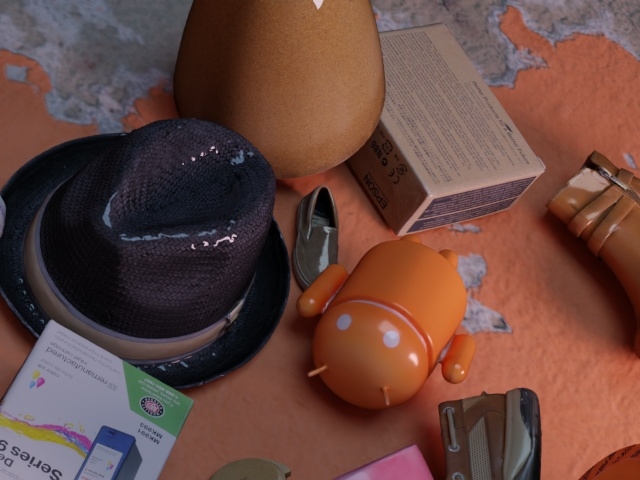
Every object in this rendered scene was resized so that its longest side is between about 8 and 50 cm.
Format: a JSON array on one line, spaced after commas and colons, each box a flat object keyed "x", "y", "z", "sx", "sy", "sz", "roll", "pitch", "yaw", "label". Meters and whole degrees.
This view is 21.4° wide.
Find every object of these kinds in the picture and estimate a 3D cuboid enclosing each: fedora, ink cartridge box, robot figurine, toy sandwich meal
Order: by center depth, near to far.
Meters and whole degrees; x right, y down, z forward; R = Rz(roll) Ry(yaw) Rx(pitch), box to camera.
[{"x": -0.224, "y": 0.198, "z": 1.471, "sx": 0.154, "sy": 0.093, "sz": 0.212, "roll": 31, "pitch": 46, "yaw": -6, "label": "ink cartridge box"}, {"x": -0.067, "y": 0.233, "z": 1.567, "sx": 0.085, "sy": 0.029, "sz": 0.085, "roll": -8, "pitch": 32, "yaw": 5, "label": "toy sandwich meal"}, {"x": -0.154, "y": -0.018, "z": 1.652, "sx": 0.334, "sy": 0.152, "sz": 0.334, "roll": 17, "pitch": 47, "yaw": -19, "label": "fedora"}, {"x": 0.072, "y": 0.085, "z": 1.720, "sx": 0.158, "sy": 0.128, "sz": 0.219, "roll": 52, "pitch": 42, "yaw": -14, "label": "robot figurine"}, {"x": 0.117, "y": -0.132, "z": 1.959, "sx": 0.193, "sy": 0.088, "sz": 0.234, "roll": -12, "pitch": 60, "yaw": -39, "label": "ink cartridge box"}]

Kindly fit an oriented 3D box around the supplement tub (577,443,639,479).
[{"x": 0.375, "y": 0.355, "z": 1.575, "sx": 0.338, "sy": 0.207, "sz": 0.207, "roll": 42, "pitch": 42, "yaw": -15, "label": "supplement tub"}]

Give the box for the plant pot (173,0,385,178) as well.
[{"x": -0.040, "y": -0.230, "z": 1.772, "sx": 0.237, "sy": 0.254, "sz": 0.237, "roll": 1, "pitch": 62, "yaw": -2, "label": "plant pot"}]

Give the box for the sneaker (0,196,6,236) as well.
[{"x": -0.346, "y": 0.012, "z": 1.529, "sx": 0.152, "sy": 0.114, "sz": 0.305, "roll": -3, "pitch": 56, "yaw": -26, "label": "sneaker"}]

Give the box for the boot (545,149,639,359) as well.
[{"x": 0.358, "y": 0.014, "z": 1.966, "sx": 0.220, "sy": 0.109, "sz": 0.283, "roll": 40, "pitch": 42, "yaw": 2, "label": "boot"}]

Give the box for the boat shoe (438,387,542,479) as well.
[{"x": 0.148, "y": 0.284, "z": 1.625, "sx": 0.120, "sy": 0.122, "sz": 0.324, "roll": 1, "pitch": 46, "yaw": 9, "label": "boat shoe"}]

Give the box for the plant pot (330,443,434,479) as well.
[{"x": 0.031, "y": 0.300, "z": 1.483, "sx": 0.201, "sy": 0.201, "sz": 0.180, "roll": -18, "pitch": 80, "yaw": -40, "label": "plant pot"}]

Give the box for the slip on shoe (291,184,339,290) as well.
[{"x": 0.000, "y": 0.000, "z": 1.809, "sx": 0.051, "sy": 0.041, "sz": 0.135, "roll": 18, "pitch": 47, "yaw": -18, "label": "slip on shoe"}]
